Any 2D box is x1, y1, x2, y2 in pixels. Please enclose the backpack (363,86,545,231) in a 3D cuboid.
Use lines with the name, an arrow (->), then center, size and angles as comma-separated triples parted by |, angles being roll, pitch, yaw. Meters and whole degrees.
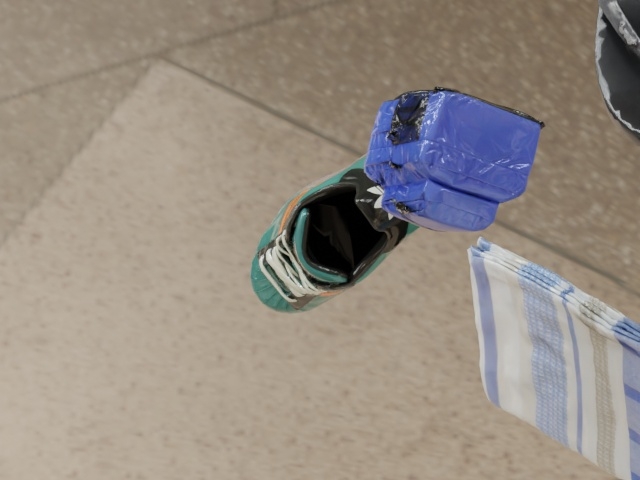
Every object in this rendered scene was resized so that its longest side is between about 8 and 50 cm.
backpack -> 0.083, -0.059, 1.233 | 0.120, 0.098, 0.101 | 9, 77, 66

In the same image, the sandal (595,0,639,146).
sandal -> 0.250, -0.180, 1.294 | 0.097, 0.054, 0.255 | -9, 69, 6

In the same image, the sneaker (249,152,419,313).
sneaker -> 0.000, 0.000, 1.583 | 0.108, 0.121, 0.302 | 52, 140, 2

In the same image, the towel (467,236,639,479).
towel -> 0.251, 0.133, 1.706 | 0.285, 0.034, 0.209 | 31, 138, 49
